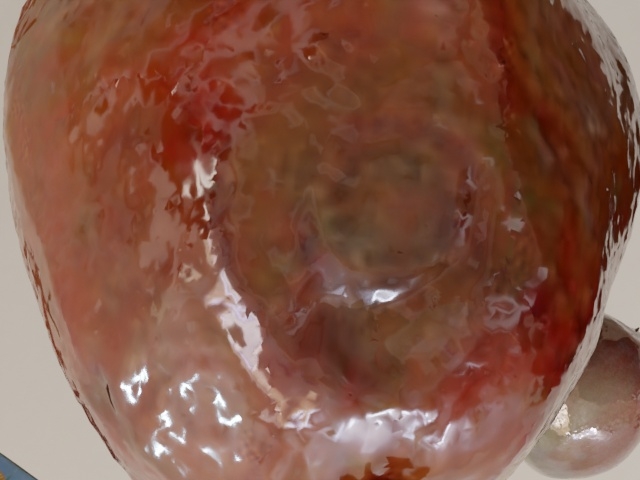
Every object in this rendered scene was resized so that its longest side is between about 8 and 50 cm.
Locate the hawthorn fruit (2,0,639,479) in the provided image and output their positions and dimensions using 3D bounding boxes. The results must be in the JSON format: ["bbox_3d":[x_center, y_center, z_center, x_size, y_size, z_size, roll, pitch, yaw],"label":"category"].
[{"bbox_3d":[0.000,0.000,0.471,0.224,0.224,0.260,45,-144,-49],"label":"hawthorn fruit"}]

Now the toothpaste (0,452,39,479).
[{"bbox_3d":[-0.239,0.102,0.791,0.193,0.044,0.070,35,161,2],"label":"toothpaste"}]

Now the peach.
[{"bbox_3d":[0.120,0.071,0.664,0.083,0.083,0.083,50,-175,-6],"label":"peach"}]
